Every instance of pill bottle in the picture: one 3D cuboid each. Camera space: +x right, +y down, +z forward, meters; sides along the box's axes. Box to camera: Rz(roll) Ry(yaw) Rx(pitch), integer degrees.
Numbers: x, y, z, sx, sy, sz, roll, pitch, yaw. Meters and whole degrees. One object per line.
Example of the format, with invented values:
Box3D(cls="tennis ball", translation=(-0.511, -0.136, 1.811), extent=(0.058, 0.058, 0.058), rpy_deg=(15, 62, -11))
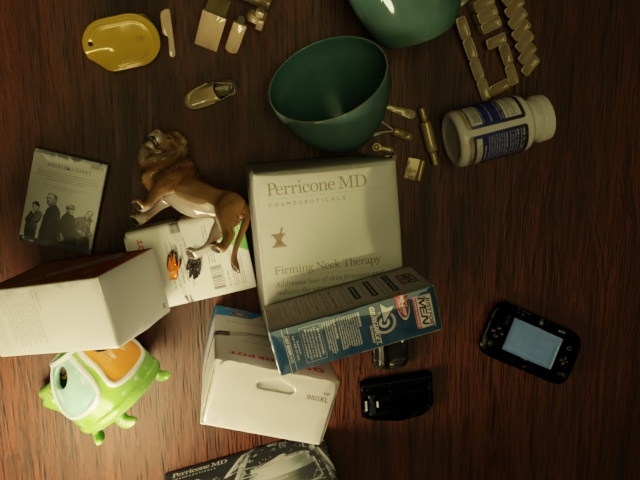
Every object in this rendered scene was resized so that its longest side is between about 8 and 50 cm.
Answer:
Box3D(cls="pill bottle", translation=(0.467, -0.294, 1.651), extent=(0.264, 0.153, 0.153), rpy_deg=(-14, 103, -6))

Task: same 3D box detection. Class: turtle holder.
Box3D(cls="turtle holder", translation=(-0.562, 0.348, 1.591), extent=(0.227, 0.320, 0.243), rpy_deg=(49, 58, -15))

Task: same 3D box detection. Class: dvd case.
Box3D(cls="dvd case", translation=(-0.642, -0.096, 1.571), extent=(0.179, 0.029, 0.239), rpy_deg=(13, 99, -12))

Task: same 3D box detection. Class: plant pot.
Box3D(cls="plant pot", translation=(0.041, -0.327, 1.536), extent=(0.290, 0.290, 0.195), rpy_deg=(-30, 141, -3))
Box3D(cls="plant pot", translation=(0.203, -0.600, 1.486), extent=(0.293, 0.293, 0.235), rpy_deg=(-26, 118, -4))

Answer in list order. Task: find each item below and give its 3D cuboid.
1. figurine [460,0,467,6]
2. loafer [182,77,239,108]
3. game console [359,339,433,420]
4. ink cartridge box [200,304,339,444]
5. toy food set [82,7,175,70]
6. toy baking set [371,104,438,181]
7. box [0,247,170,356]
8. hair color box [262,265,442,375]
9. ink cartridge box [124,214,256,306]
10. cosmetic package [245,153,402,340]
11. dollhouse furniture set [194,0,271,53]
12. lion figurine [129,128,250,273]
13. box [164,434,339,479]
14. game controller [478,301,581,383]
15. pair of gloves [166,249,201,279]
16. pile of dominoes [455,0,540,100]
Box3D(cls="figurine", translation=(0.377, -0.735, 1.589), extent=(0.209, 0.092, 0.215), rpy_deg=(-39, 106, 8))
Box3D(cls="loafer", translation=(-0.274, -0.370, 1.565), extent=(0.148, 0.050, 0.056), rpy_deg=(-24, 104, -4))
Box3D(cls="game console", translation=(0.216, 0.349, 1.800), extent=(0.213, 0.044, 0.361), rpy_deg=(-6, 103, -10))
Box3D(cls="ink cartridge box", translation=(-0.140, 0.316, 1.550), extent=(0.285, 0.395, 0.166), rpy_deg=(13, 99, -11))
Box3D(cls="toy food set", translation=(-0.456, -0.489, 1.508), extent=(0.217, 0.071, 0.128), rpy_deg=(-12, 127, -5))
Box3D(cls="toy baking set", translation=(0.211, -0.273, 1.676), extent=(0.196, 0.030, 0.256), rpy_deg=(-14, 103, -6))
Box3D(cls="box", translation=(-0.569, 0.144, 1.469), extent=(0.345, 0.215, 0.168), rpy_deg=(-7, 104, 21))
Box3D(cls="hair color box", translation=(0.061, 0.164, 1.330), extent=(0.347, 0.174, 0.105), rpy_deg=(-15, 104, -6))
Box3D(cls="ink cartridge box", translation=(-0.328, 0.040, 1.603), extent=(0.289, 0.121, 0.211), rpy_deg=(-12, 103, -7))
Box3D(cls="cosmetic package", translation=(0.000, 0.000, 1.545), extent=(0.329, 0.327, 0.394), rpy_deg=(-7, 102, -8))
Box3D(cls="dollhouse furniture set", translation=(-0.212, -0.553, 1.550), extent=(0.144, 0.123, 0.151), rpy_deg=(19, 63, -13))
Box3D(cls="lion figurine", translation=(-0.294, -0.100, 1.498), extent=(0.392, 0.142, 0.240), rpy_deg=(33, 55, 6))
Box3D(cls="box", translation=(-0.152, 0.781, 1.604), extent=(0.479, 0.472, 0.297), rpy_deg=(-14, 102, -6))
Box3D(cls="game controller", translation=(0.617, 0.301, 1.843), extent=(0.319, 0.067, 0.166), rpy_deg=(24, 97, -14))
Box3D(cls="pair of gloves", translation=(-0.334, 0.060, 1.536), extent=(0.083, 0.010, 0.074), rpy_deg=(0, 100, -11))
Box3D(cls="pile of dominoes", translation=(0.471, -0.529, 1.676), extent=(0.196, 0.040, 0.251), rpy_deg=(-27, 113, -4))
